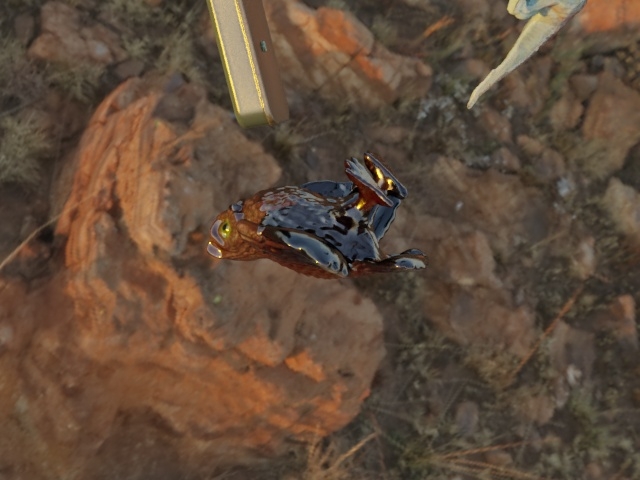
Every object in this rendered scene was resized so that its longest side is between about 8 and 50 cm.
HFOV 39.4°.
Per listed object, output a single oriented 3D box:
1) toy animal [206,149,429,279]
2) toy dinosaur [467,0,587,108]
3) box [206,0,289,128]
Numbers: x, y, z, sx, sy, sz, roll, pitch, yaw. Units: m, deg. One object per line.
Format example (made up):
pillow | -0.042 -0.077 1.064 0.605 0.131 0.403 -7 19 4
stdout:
toy animal | -0.008 0.001 0.788 0.116 0.179 0.218 66 23 -10
toy dinosaur | 0.206 -0.215 0.783 0.167 0.053 0.242 16 96 -42
box | -0.059 -0.153 0.719 0.091 0.031 0.126 -61 137 -76
